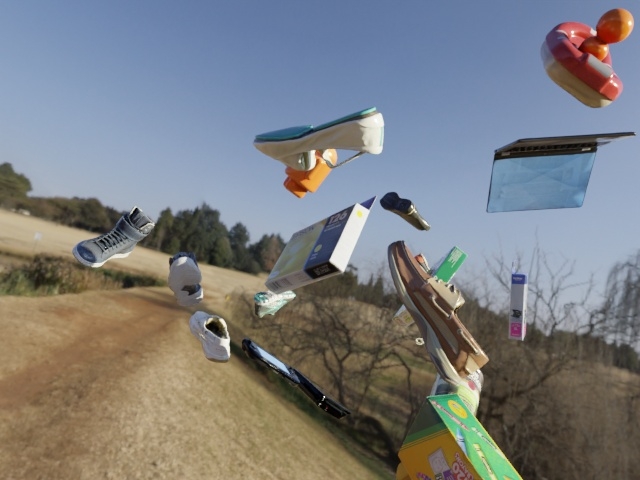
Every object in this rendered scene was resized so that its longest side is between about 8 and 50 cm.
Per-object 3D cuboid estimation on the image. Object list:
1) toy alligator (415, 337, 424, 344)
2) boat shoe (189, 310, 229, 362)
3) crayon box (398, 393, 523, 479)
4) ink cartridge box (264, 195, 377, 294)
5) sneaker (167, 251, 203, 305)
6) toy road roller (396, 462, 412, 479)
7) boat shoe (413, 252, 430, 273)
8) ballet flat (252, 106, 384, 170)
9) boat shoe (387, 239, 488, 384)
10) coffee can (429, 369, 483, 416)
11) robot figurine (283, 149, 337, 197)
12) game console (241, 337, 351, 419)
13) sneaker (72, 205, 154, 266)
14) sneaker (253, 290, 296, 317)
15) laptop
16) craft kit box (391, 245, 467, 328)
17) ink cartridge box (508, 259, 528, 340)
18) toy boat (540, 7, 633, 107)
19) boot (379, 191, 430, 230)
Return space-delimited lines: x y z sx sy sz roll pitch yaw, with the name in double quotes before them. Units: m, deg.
"toy alligator" 0.398 0.357 1.715 0.190 0.056 0.051 15 -25 3
"boat shoe" -0.341 0.281 1.663 0.098 0.096 0.277 11 14 -33
"crayon box" 0.260 0.435 0.930 0.081 0.165 0.278 2 30 -27
"ink cartridge box" 0.000 0.000 1.560 0.072 0.307 0.303 41 -40 -22
"sneaker" -0.429 0.089 1.628 0.101 0.153 0.268 -13 -29 -15
"toy road roller" 0.435 0.937 1.984 0.202 0.240 0.329 23 -45 -7
"boat shoe" 0.371 0.109 1.884 0.137 0.043 0.049 61 -6 -24
"ballet flat" -0.013 -0.246 1.376 0.400 0.139 0.139 -4 -17 35
"boat shoe" 0.248 0.138 1.119 0.116 0.324 0.123 -28 -12 13
"coffee can" 0.565 0.663 2.211 0.201 0.201 0.275 11 33 20
"robot figurine" -0.033 -0.248 1.734 0.128 0.219 0.158 40 7 19
"game console" -0.079 0.397 1.519 0.361 0.044 0.213 40 -10 -26
"sneaker" -0.546 -0.016 1.404 0.086 0.163 0.226 49 16 1
"sneaker" -0.146 0.194 1.627 0.065 0.076 0.166 28 23 38
"laptop" 0.840 -0.232 1.890 0.382 0.236 0.408 -4 1 2
"craft kit box" 0.344 0.157 1.680 0.061 0.250 0.246 39 -16 4
"ink cartridge box" 0.806 0.236 2.126 0.065 0.311 0.186 0 -1 24
"toy boat" 0.511 -0.360 0.977 0.151 0.231 0.151 33 -54 -6
"boot" 0.306 -0.099 1.919 0.137 0.077 0.198 42 2 -29
